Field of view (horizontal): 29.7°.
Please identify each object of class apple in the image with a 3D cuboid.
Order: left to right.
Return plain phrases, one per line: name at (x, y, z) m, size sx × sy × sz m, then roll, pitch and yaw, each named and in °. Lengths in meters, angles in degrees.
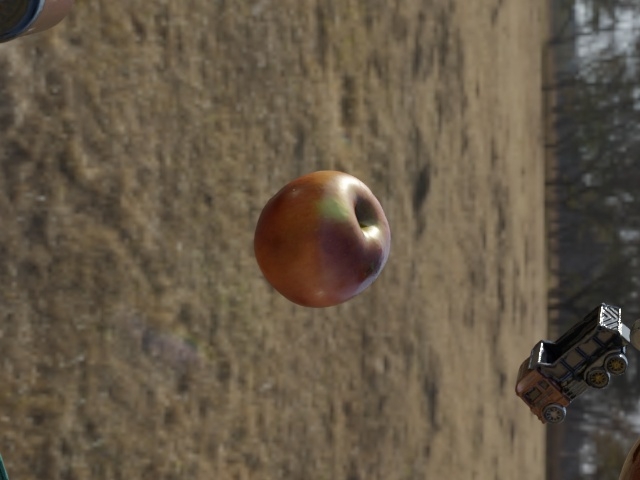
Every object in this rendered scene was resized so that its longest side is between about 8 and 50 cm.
apple at (0.000, 0.000, 1.413) m, size 0.163 × 0.139 × 0.163 m, roll 38°, pitch 37°, yaw -36°

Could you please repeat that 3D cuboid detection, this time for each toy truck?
toy truck at (0.368, 0.176, 1.751) m, size 0.192 × 0.092 × 0.083 m, roll -46°, pitch -174°, yaw 27°

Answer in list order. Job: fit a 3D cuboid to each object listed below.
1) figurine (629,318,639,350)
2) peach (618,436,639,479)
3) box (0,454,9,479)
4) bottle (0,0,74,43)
figurine at (0.532, 0.054, 1.682) m, size 0.133 × 0.176 × 0.236 m, roll -23°, pitch -140°, yaw 60°
peach at (0.521, 0.376, 1.535) m, size 0.308 × 0.307 × 0.332 m, roll -45°, pitch 127°, yaw -73°
box at (-0.428, 0.250, 1.036) m, size 0.264 × 0.336 × 0.106 m, roll 68°, pitch -27°, yaw 15°
bottle at (-0.402, -0.343, 1.610) m, size 0.336 × 0.144 × 0.144 m, roll -83°, pitch 171°, yaw -77°
